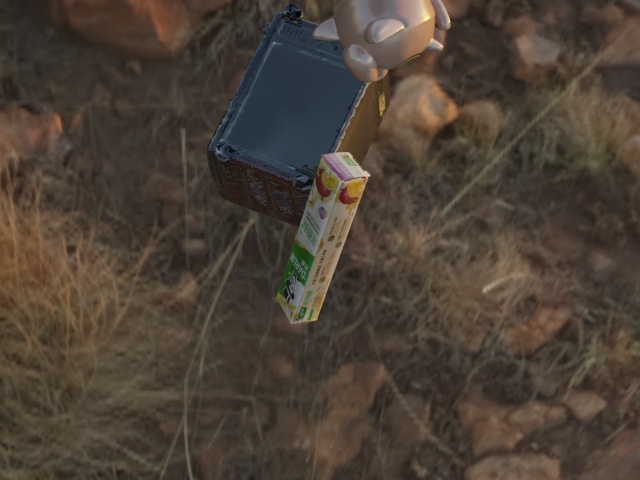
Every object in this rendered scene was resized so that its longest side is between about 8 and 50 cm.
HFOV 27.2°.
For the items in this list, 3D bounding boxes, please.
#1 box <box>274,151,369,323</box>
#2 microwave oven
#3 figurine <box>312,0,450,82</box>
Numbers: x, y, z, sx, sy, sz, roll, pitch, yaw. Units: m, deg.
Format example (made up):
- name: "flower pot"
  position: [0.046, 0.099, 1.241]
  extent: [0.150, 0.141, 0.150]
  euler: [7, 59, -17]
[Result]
- name: "box"
  position: [0.000, 0.000, 1.436]
  extent: [0.041, 0.207, 0.050]
  euler: [-6, 42, -32]
- name: "microwave oven"
  position: [-0.032, -0.161, 1.795]
  extent: [0.188, 0.178, 0.247]
  euler: [23, 71, 10]
- name: "figurine"
  position: [0.074, -0.252, 1.556]
  extent: [0.138, 0.125, 0.125]
  euler: [-28, 67, -36]
